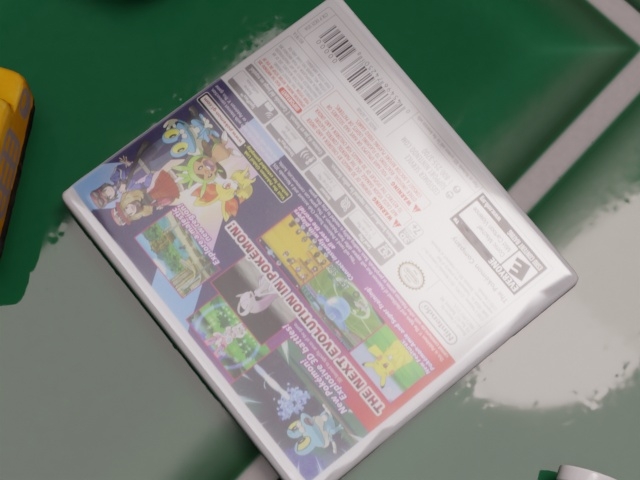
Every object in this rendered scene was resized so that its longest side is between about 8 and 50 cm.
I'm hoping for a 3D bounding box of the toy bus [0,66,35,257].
[{"bbox_3d":[-0.315,-0.067,0.591,0.333,0.130,0.108,10,76,0],"label":"toy bus"}]

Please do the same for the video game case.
[{"bbox_3d":[0.000,0.000,0.647,0.183,0.023,0.201,-38,82,-11],"label":"video game case"}]

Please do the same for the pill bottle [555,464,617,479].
[{"bbox_3d":[0.120,0.153,0.604,0.043,0.043,0.083,17,77,1],"label":"pill bottle"}]
